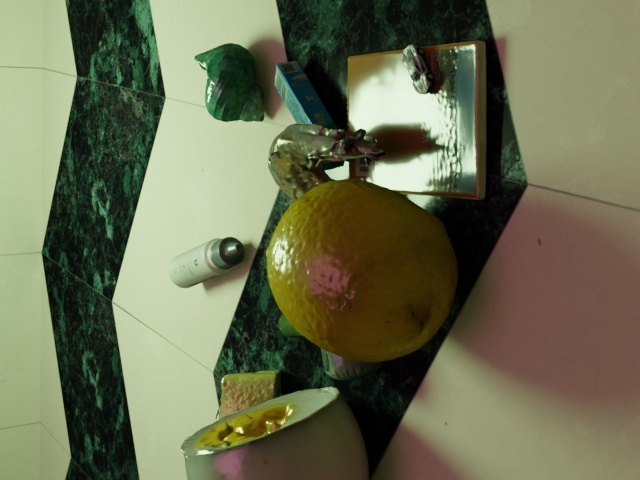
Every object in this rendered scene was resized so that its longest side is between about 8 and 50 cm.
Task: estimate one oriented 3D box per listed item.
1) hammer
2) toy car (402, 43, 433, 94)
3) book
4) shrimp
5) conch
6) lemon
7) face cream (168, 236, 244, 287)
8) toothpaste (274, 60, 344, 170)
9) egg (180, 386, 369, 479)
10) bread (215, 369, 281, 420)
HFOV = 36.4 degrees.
[{"bbox_3d":[0.003,0.174,1.977,0.335,0.119,0.206,-9,86,63],"label":"hammer"},{"bbox_3d":[0.168,-0.296,1.688,0.041,0.025,0.093,-42,59,51],"label":"toy car"},{"bbox_3d":[0.164,-0.213,1.753,0.374,0.028,0.262,9,101,56],"label":"book"},{"bbox_3d":[0.025,-0.125,1.851,0.247,0.085,0.360,50,151,-16],"label":"shrimp"},{"bbox_3d":[-0.198,-0.349,2.188,0.196,0.134,0.202,44,-152,-80],"label":"conch"},{"bbox_3d":[0.072,0.050,1.673,0.336,0.336,0.336,10,102,55],"label":"lemon"},{"bbox_3d":[-0.268,0.047,2.367,0.311,0.092,0.092,-23,75,54],"label":"face cream"},{"bbox_3d":[-0.023,-0.258,1.983,0.065,0.050,0.266,101,148,-49],"label":"toothpaste"},{"bbox_3d":[-0.062,0.499,1.903,0.354,0.354,0.339,-16,95,55],"label":"egg"},{"bbox_3d":[-0.140,0.419,2.138,0.142,0.178,0.266,-1,89,62],"label":"bread"}]
